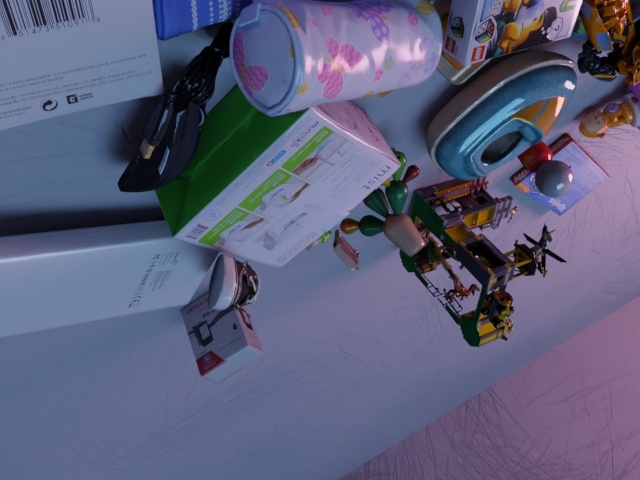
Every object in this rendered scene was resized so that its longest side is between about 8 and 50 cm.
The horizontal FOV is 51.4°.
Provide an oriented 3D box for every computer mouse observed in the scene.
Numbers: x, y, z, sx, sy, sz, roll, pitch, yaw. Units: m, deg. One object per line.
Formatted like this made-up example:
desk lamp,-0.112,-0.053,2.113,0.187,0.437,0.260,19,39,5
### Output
computer mouse,-0.169,-0.120,0.776,0.060,0.184,0.262,35,122,-13

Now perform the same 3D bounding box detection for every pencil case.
pencil case,0.027,-0.225,0.772,0.273,0.113,0.124,-24,122,-41

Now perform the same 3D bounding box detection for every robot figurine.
robot figurine,0.468,-0.334,0.965,0.211,0.085,0.291,-33,145,17

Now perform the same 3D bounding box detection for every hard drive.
hard drive,-0.337,0.056,1.001,0.353,0.047,0.233,-8,151,-36

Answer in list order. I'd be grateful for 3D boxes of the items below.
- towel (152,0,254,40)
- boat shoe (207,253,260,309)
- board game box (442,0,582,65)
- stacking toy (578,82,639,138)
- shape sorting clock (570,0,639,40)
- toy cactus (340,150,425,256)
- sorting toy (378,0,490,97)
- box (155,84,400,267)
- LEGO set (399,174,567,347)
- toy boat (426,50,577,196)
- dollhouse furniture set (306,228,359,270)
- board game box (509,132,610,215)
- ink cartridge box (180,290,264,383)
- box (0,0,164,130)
towel,-0.023,-0.334,0.651,0.336,0.040,0.243,-25,152,-22
boat shoe,-0.125,0.061,0.989,0.070,0.219,0.077,16,93,-10
board game box,0.258,-0.371,0.785,0.193,0.053,0.305,-21,139,-23
stacking toy,0.642,-0.264,1.262,0.302,0.175,0.165,-18,151,10
shape sorting clock,0.462,-0.385,1.008,0.206,0.040,0.206,-20,149,-13
toy cactus,0.108,-0.053,1.112,0.112,0.180,0.219,-25,162,-48
sorting toy,0.222,-0.307,0.927,0.348,0.047,0.196,-40,148,20
box,-0.060,-0.097,0.943,0.262,0.126,0.231,-41,148,22
LEGO set,0.314,0.025,1.282,0.192,0.331,0.254,-17,128,-20
toy boat,0.339,-0.174,1.125,0.267,0.148,0.318,-39,148,19
dollhouse furniture set,0.000,0.000,1.134,0.059,0.076,0.151,-39,106,14
board game box,0.531,-0.137,1.457,0.145,0.027,0.281,-43,147,22
ink cartridge box,-0.184,0.168,1.229,0.109,0.150,0.063,-33,146,9
box,-0.255,-0.217,0.611,0.181,0.119,0.182,-18,149,-17
